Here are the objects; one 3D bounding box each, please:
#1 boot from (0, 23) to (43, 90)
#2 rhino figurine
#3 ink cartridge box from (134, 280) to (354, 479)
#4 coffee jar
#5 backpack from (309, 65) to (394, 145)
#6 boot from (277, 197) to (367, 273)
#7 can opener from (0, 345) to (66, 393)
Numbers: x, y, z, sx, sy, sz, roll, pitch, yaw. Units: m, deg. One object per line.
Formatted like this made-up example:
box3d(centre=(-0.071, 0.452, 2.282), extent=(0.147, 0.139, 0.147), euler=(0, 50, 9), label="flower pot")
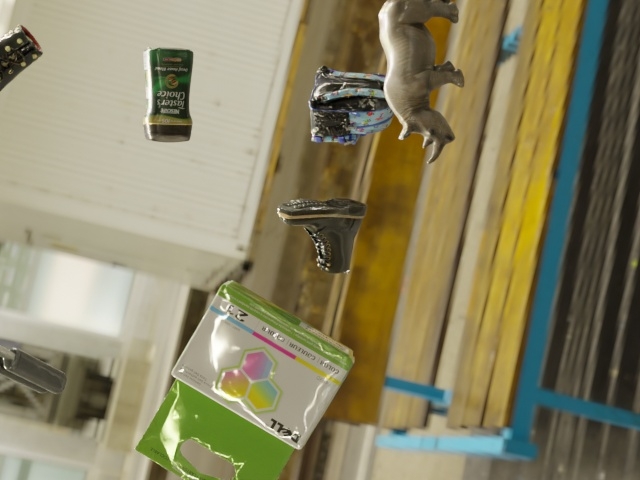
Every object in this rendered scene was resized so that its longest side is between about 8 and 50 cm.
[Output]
box3d(centre=(-0.576, -0.292, 2.027), extent=(0.179, 0.085, 0.236), euler=(-37, 25, 2), label="boot")
box3d(centre=(0.138, -0.226, 1.598), extent=(0.073, 0.106, 0.243), euler=(-151, 55, -81), label="rhino figurine")
box3d(centre=(-0.099, 0.206, 1.445), extent=(0.255, 0.189, 0.097), euler=(-60, -1, 2), label="ink cartridge box")
box3d(centre=(-0.299, -0.284, 2.276), extent=(0.079, 0.096, 0.184), euler=(-165, 75, -66), label="coffee jar")
box3d(centre=(0.071, -0.266, 2.306), extent=(0.158, 0.173, 0.117), euler=(-80, -11, -51), label="backpack")
box3d(centre=(0.000, 0.000, 2.036), extent=(0.077, 0.198, 0.137), euler=(25, 109, 45), label="boot")
box3d(centre=(-0.591, 0.211, 2.230), extent=(0.283, 0.076, 0.095), euler=(43, -129, -54), label="can opener")
